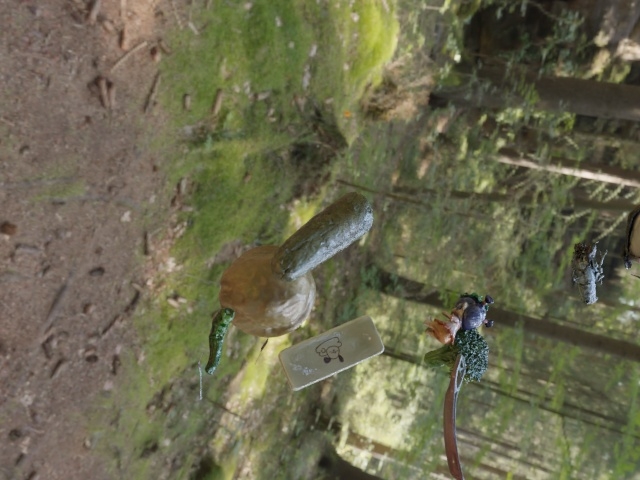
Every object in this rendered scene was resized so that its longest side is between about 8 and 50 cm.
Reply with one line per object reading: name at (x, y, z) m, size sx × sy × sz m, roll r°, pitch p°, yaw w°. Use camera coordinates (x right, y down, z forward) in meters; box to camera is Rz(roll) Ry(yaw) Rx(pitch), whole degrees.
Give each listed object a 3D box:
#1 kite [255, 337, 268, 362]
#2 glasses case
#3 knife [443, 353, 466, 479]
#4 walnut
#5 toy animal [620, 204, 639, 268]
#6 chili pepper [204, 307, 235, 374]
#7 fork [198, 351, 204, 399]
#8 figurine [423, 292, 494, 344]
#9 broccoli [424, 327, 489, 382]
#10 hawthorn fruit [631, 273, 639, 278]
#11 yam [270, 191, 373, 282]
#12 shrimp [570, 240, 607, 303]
kite at (-0.139, 0.263, 1.529) m, size 0.044 × 0.002 × 0.078 m, roll -52°, pitch -170°, yaw 28°
glasses case at (0.032, 0.346, 1.957) m, size 0.070 × 0.312 × 0.131 m, roll 108°, pitch -40°, yaw -73°
knife at (0.314, 0.417, 1.477) m, size 0.123 × 0.053 × 0.278 m, roll 56°, pitch 36°, yaw -54°
walnut at (-0.200, 0.192, 2.413) m, size 0.381 × 0.381 × 0.381 m, roll 14°, pitch 90°, yaw -71°
toy animal at (0.630, 0.027, 1.005) m, size 0.310 × 0.182 × 0.247 m, roll 21°, pitch 58°, yaw -36°
chili pepper at (-0.273, 0.262, 1.683) m, size 0.073 × 0.050 × 0.182 m, roll 28°, pitch -75°, yaw 65°
fork at (-0.273, 0.310, 1.445) m, size 0.016 × 0.012 × 0.115 m, roll -47°, pitch 142°, yaw -76°
figurine at (0.396, 0.225, 1.788) m, size 0.195 × 0.102 × 0.111 m, roll -34°, pitch 138°, yaw -16°
broccoli at (0.398, 0.336, 1.879) m, size 0.219 × 0.194 × 0.194 m, roll 37°, pitch 64°, yaw -34°
hawthorn fruit at (1.049, 0.153, 1.924) m, size 0.181 × 0.235 × 0.181 m, roll -165°, pitch -90°, yaw -88°
yam at (0.000, 0.000, 1.756) m, size 0.330 × 0.133 × 0.133 m, roll -38°, pitch 144°, yaw -23°
shrimp at (0.631, 0.083, 1.480) m, size 0.076 × 0.082 × 0.174 m, roll -59°, pitch 138°, yaw -55°
